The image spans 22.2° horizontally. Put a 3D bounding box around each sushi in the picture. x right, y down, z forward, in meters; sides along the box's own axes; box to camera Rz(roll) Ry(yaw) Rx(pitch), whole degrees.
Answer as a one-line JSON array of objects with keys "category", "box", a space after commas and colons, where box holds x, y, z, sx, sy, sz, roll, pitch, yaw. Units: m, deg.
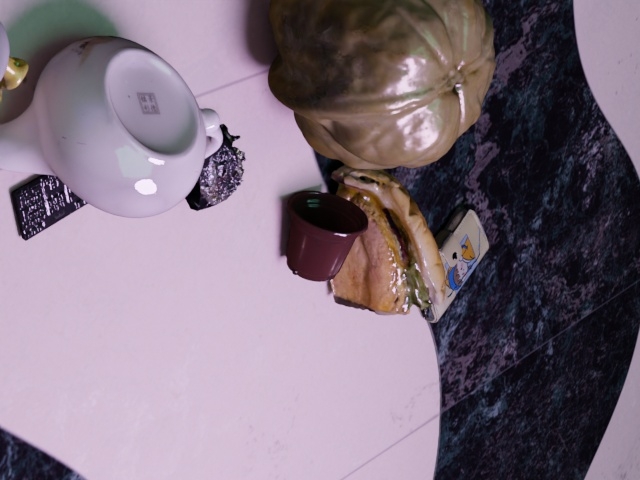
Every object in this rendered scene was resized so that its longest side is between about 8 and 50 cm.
[{"category": "sushi", "box": [-0.128, -0.089, 1.960, 0.084, 0.056, 0.083, -37, 131, -38]}]

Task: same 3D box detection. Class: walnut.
[{"category": "walnut", "box": [0.071, -0.224, 1.983, 0.282, 0.277, 0.253, 43, 77, -39]}]

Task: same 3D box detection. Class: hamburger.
[{"category": "hamburger", "box": [0.096, -0.013, 2.223, 0.135, 0.155, 0.208, -31, 121, -48]}]

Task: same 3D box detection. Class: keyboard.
[{"category": "keyboard", "box": [-0.262, -0.070, 1.826, 0.204, 0.013, 0.061, -35, 130, -40]}]

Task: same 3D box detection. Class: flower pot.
[{"category": "flower pot", "box": [0.000, 0.000, 2.140, 0.111, 0.111, 0.089, -19, 133, -48]}]

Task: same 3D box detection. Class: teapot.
[{"category": "teapot", "box": [-0.213, -0.116, 1.758, 0.298, 0.139, 0.204, 8, 59, -46]}]

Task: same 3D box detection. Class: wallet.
[{"category": "wallet", "box": [0.196, 0.036, 2.460, 0.155, 0.039, 0.110, -53, 142, -26]}]

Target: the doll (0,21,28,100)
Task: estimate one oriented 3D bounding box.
[{"category": "doll", "box": [-0.382, -0.209, 1.531, 0.138, 0.119, 0.293, -51, 147, -2]}]
